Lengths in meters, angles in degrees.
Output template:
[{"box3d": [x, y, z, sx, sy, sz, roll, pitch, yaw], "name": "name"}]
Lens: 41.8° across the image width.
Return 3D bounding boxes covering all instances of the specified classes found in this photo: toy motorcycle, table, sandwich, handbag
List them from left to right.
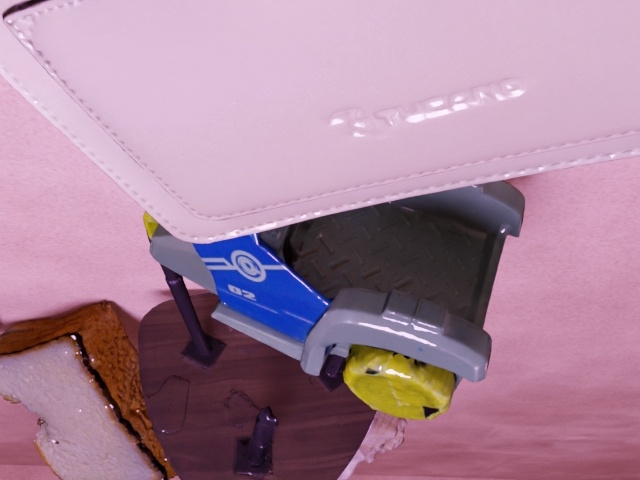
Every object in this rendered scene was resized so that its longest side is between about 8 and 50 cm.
[{"box3d": [-0.338, 0.233, 1.198, 0.249, 0.095, 0.273, -13, 115, 32], "name": "sandwich"}, {"box3d": [-0.055, 0.125, 0.896, 0.317, 0.317, 0.249, 3, 144, -5], "name": "table"}, {"box3d": [0.000, 0.000, 0.715, 0.326, 0.191, 0.200, 19, 149, 3], "name": "toy motorcycle"}, {"box3d": [0.034, -0.141, 0.366, 0.358, 0.160, 0.237, -10, 150, 23], "name": "handbag"}]

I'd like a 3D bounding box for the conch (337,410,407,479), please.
[{"box3d": [-0.027, 0.218, 1.180, 0.324, 0.263, 0.186, 34, 174, 2], "name": "conch"}]
